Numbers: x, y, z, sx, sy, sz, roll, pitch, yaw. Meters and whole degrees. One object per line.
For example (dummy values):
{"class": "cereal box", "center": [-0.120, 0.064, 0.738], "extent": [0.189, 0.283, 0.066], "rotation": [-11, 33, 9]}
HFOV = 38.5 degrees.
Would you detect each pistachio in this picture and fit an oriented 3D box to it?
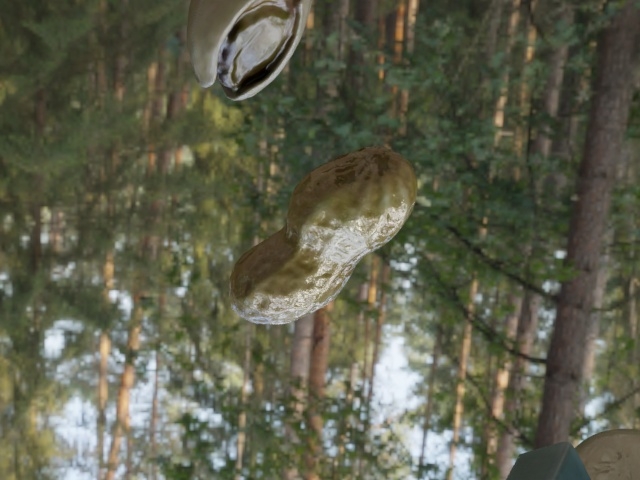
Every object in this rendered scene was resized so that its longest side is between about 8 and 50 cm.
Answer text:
{"class": "pistachio", "center": [-0.084, -0.283, 1.085], "extent": [0.138, 0.237, 0.153], "rotation": [24, 167, -35]}

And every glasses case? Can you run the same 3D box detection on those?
{"class": "glasses case", "center": [0.208, 0.278, 0.852], "extent": [0.105, 0.056, 0.266], "rotation": [41, -153, 11]}

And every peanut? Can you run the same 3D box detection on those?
{"class": "peanut", "center": [-0.002, -0.001, 0.750], "extent": [0.089, 0.193, 0.089], "rotation": [37, -164, -12]}

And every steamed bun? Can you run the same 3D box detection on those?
{"class": "steamed bun", "center": [0.333, 0.320, 1.104], "extent": [0.131, 0.228, 0.177], "rotation": [43, -164, 33]}
